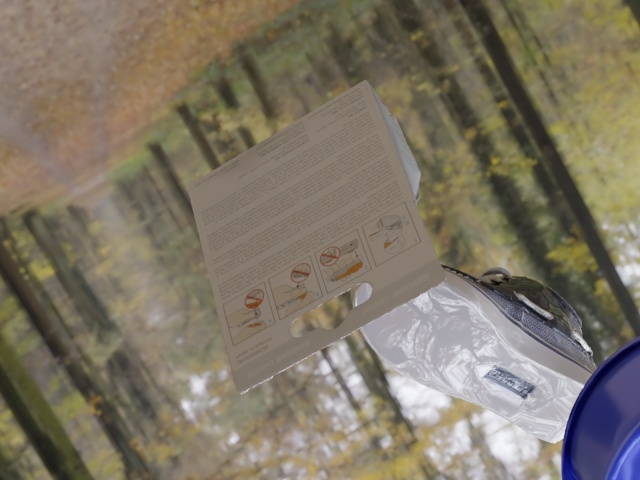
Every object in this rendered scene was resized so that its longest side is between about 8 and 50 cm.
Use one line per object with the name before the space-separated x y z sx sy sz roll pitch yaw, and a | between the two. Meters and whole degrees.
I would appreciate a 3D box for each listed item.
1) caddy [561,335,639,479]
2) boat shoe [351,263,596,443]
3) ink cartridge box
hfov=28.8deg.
caddy | 0.350 0.156 0.938 0.341 0.241 0.179 -31 -174 10
boat shoe | 0.166 0.085 1.353 0.127 0.340 0.158 -42 -151 26
ink cartridge box | 0.000 0.000 0.774 0.145 0.045 0.179 -30 -131 13
